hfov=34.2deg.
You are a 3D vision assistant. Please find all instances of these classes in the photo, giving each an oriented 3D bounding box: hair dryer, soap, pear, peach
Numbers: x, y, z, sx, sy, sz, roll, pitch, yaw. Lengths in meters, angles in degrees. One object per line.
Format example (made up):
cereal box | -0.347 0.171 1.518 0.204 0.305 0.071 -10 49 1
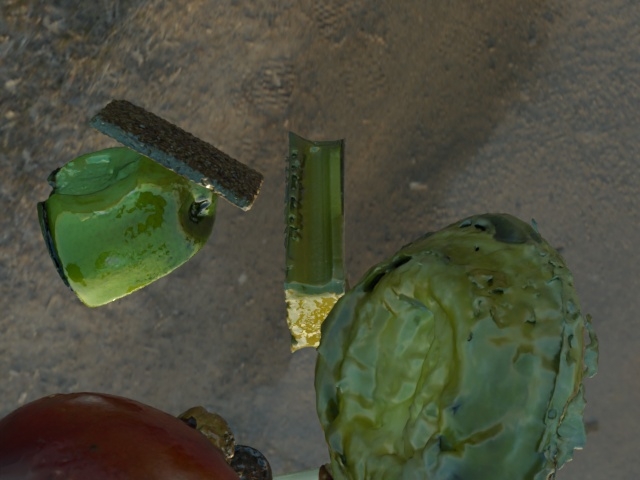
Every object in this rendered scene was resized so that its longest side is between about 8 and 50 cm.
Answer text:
hair dryer | -0.038 0.454 1.906 0.361 0.128 0.203 -8 142 -12
soap | -0.002 0.000 1.186 0.076 0.233 0.135 -2 141 0
pear | -0.290 -0.056 1.636 0.292 0.292 0.159 -14 125 12
peach | -0.221 0.304 1.129 0.338 0.281 0.281 9 124 6

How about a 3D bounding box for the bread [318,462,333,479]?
bread | 0.039 0.310 1.092 0.054 0.154 0.136 7 165 -25

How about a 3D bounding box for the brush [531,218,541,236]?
brush | 0.349 0.054 1.556 0.010 0.218 0.083 -21 123 11

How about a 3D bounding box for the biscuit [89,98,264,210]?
biscuit | -0.181 -0.117 1.347 0.230 0.131 0.025 28 108 -7

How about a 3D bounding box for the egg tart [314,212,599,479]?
egg tart | 0.078 0.101 0.765 0.095 0.279 0.279 21 124 -30

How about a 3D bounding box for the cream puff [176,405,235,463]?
cream puff | -0.185 0.322 1.578 0.103 0.144 0.126 28 92 14
